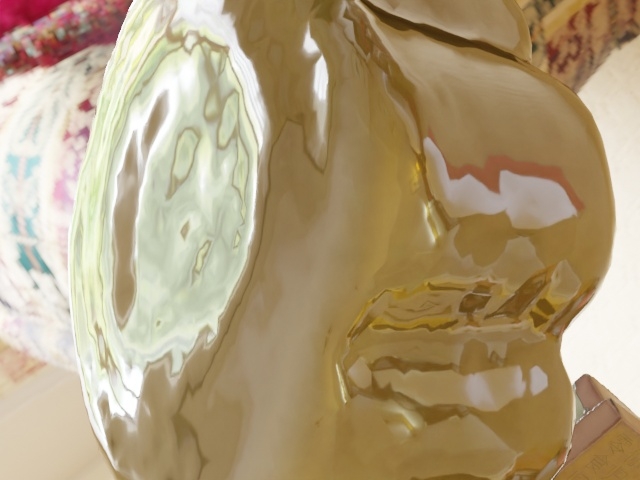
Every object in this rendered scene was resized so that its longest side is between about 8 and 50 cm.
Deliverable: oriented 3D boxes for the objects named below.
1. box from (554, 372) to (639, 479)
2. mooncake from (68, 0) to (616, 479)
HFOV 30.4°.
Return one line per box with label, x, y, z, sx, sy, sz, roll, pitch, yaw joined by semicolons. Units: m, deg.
box;0.267;0.266;1.197;0.215;0.215;0.086;37;-164;-30
mooncake;0.000;0.000;0.866;0.467;0.262;0.467;-17;70;58
